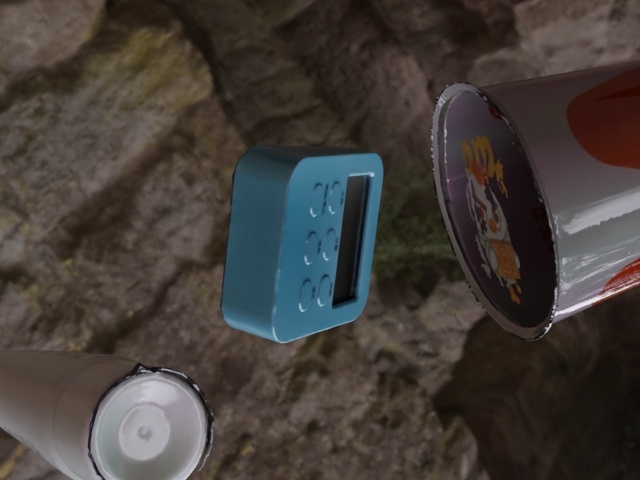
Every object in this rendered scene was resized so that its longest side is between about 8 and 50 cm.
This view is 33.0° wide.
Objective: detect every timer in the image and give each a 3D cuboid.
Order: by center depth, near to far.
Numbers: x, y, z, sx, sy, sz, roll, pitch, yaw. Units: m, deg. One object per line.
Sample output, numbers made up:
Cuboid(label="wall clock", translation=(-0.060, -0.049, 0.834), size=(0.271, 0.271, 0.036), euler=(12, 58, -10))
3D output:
Cuboid(label="timer", translation=(0.000, 0.000, 1.352), size=(0.091, 0.232, 0.250), euler=(14, -167, 39))

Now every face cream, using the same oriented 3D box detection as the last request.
Cuboid(label="face cream", translation=(-0.133, 0.082, 0.544), size=(0.244, 0.092, 0.058), euler=(-1, -113, 57))

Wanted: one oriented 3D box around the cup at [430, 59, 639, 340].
Cuboid(label="cup", translation=(0.252, -0.060, 0.815), size=(0.288, 0.203, 0.203), euler=(-16, -163, -13))
